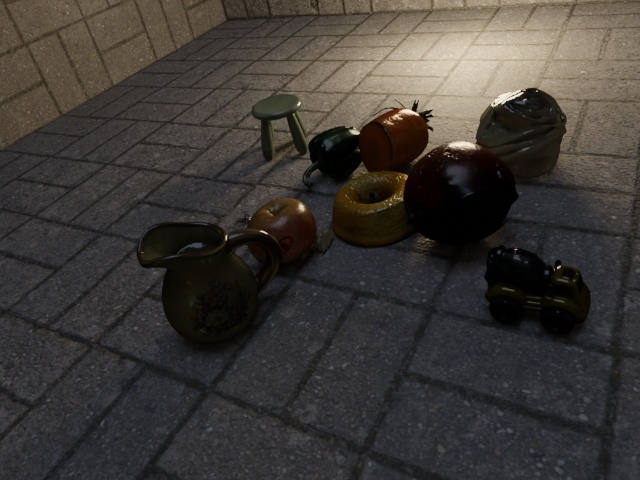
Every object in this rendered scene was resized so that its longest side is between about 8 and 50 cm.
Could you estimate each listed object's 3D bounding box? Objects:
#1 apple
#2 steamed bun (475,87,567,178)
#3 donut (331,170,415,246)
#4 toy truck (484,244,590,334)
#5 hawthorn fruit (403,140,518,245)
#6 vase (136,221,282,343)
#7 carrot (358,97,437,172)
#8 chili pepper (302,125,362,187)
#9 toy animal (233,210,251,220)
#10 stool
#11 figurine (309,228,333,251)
[{"bbox_3d":[-0.112,-0.021,1.499,0.210,0.164,0.209,-14,29,8],"label":"apple"},{"bbox_3d":[0.623,-0.349,1.623,0.268,0.207,0.280,13,62,21],"label":"steamed bun"},{"bbox_3d":[0.171,-0.112,1.584,0.303,0.110,0.303,-8,36,6],"label":"donut"},{"bbox_3d":[0.486,0.097,1.171,0.224,0.165,0.147,13,44,30],"label":"toy truck"},{"bbox_3d":[0.377,-0.124,1.396,0.316,0.316,0.316,-8,37,6],"label":"hawthorn fruit"},{"bbox_3d":[-0.251,0.077,1.305,0.329,0.302,0.241,-23,37,-14],"label":"vase"},{"bbox_3d":[0.260,-0.355,1.796,0.214,0.193,0.331,39,49,26],"label":"carrot"},{"bbox_3d":[0.032,-0.293,1.821,0.261,0.165,0.174,-35,54,-23],"label":"chili pepper"},{"bbox_3d":[-0.246,-0.083,1.735,0.084,0.028,0.050,3,48,19],"label":"toy animal"},{"bbox_3d":[-0.151,-0.447,2.044,0.195,0.198,0.195,-12,36,5],"label":"stool"},{"bbox_3d":[0.000,0.000,1.547,0.051,0.047,0.083,-5,35,38],"label":"figurine"}]
